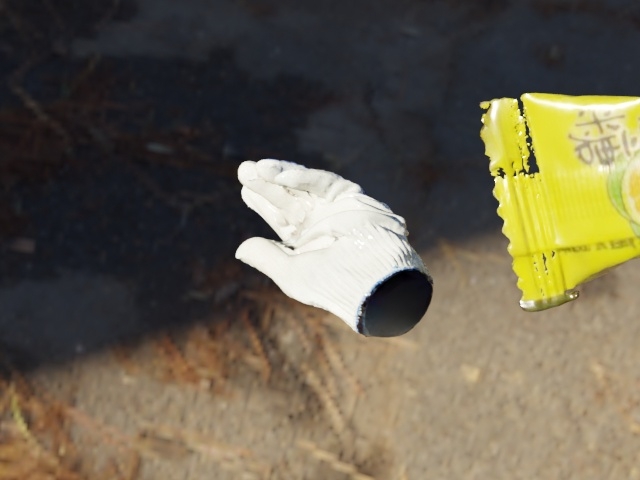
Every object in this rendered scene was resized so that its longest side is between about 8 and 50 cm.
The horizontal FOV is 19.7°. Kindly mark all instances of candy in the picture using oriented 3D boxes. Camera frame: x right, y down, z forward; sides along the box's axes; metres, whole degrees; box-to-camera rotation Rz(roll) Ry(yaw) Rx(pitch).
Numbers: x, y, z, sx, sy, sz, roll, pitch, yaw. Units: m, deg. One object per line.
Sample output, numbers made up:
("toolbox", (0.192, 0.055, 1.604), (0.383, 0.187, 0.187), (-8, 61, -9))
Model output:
("candy", (0.287, -0.052, 1.478), (0.297, 0.187, 0.081), (-13, 7, 9))

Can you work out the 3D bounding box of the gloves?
("gloves", (0.004, 0.004, 1.533), (0.229, 0.119, 0.097), (42, 0, 36))
